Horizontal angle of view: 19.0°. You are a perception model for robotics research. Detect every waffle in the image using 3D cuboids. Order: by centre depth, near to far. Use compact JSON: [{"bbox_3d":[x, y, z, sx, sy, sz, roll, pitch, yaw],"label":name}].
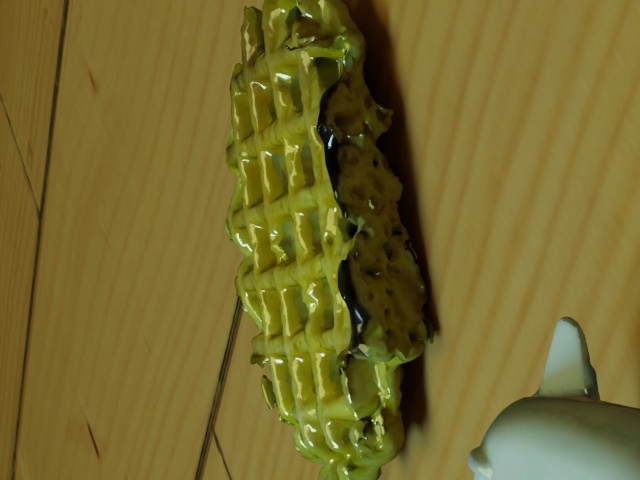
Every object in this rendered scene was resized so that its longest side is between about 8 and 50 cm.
[{"bbox_3d":[-0.003,0.000,1.231,0.307,0.060,0.312,106,149,-51],"label":"waffle"}]

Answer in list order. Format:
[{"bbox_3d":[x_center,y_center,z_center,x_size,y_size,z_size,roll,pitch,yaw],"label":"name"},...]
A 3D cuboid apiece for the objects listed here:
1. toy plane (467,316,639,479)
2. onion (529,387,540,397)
[{"bbox_3d":[0.147,0.128,0.790,0.267,0.123,0.267,-36,49,56],"label":"toy plane"},{"bbox_3d":[0.074,0.258,0.983,0.267,0.159,0.348,158,102,-66],"label":"onion"}]
